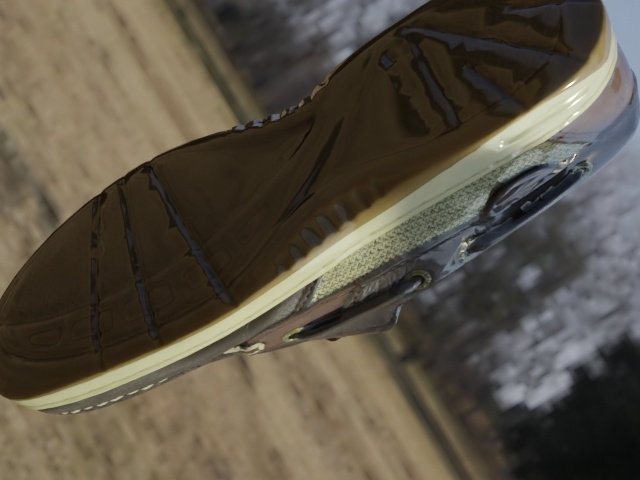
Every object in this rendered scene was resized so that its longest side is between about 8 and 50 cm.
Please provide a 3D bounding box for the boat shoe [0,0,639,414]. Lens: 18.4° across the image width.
[{"bbox_3d":[0.000,0.000,0.418,0.049,0.152,0.056,48,20,-43],"label":"boat shoe"}]
